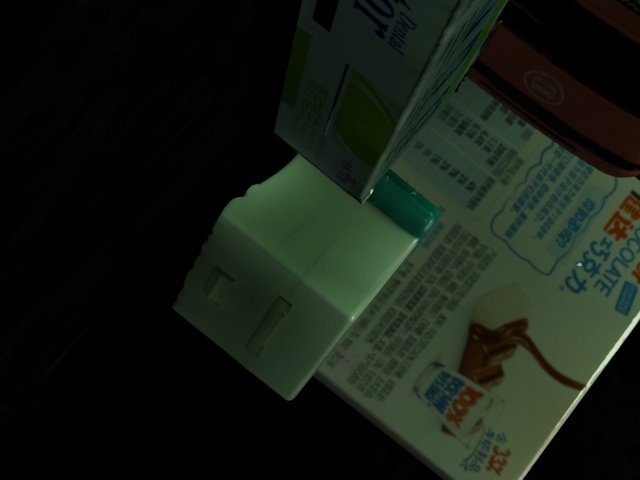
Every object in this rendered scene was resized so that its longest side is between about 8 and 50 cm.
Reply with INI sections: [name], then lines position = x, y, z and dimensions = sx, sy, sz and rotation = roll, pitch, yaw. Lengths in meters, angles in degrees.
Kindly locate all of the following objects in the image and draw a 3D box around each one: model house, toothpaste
[model house]
position = 0.000, 0.000, 0.799
dimensions = 0.149, 0.100, 0.127
rotation = -46, 174, -36
[toothpaste]
position = 0.041, -0.106, 0.530
dimensions = 0.081, 0.067, 0.336
rotation = -50, 176, -14

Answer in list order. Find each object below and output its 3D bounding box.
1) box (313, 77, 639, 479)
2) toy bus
[box]
position = 0.104, 0.017, 0.980
dimensions = 0.273, 0.265, 0.048
rotation = -50, 177, -13
[toy bus]
position = 0.273, -0.263, 0.873
dimensions = 0.427, 0.203, 0.233
rotation = -52, 172, -12
